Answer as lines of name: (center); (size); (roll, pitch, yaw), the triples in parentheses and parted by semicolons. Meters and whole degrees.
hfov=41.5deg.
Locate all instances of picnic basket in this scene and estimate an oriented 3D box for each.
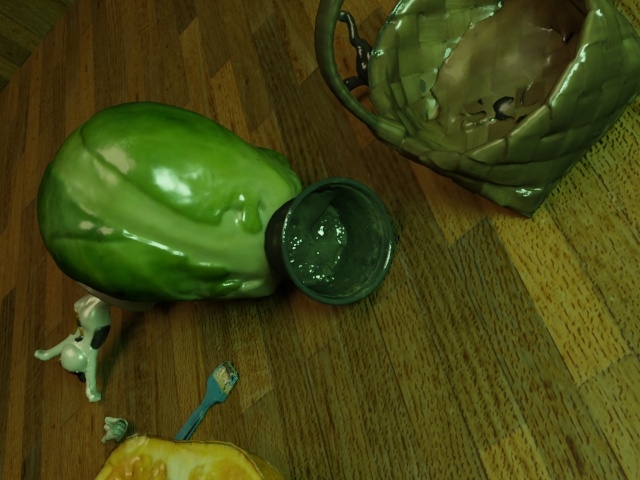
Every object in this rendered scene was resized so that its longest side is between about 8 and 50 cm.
picnic basket: (0.145, -0.231, 0.915); (0.293, 0.337, 0.337); (-52, 37, 13)

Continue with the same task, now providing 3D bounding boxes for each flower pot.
flower pot: (0.000, 0.000, 1.074); (0.107, 0.157, 0.157); (3, 68, 61)

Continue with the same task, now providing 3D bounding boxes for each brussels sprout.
brussels sprout: (-0.218, -0.042, 1.190); (0.371, 0.315, 0.276); (13, 82, 22)

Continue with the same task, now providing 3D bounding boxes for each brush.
brush: (-0.172, 0.245, 1.212); (0.164, 0.014, 0.051); (-55, 36, 7)

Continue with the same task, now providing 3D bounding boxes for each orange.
orange: (-0.156, 0.345, 0.935); (0.310, 0.274, 0.274); (-1, 60, 11)

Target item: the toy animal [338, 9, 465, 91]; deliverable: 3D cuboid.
toy animal: (0.106, -0.276, 1.186); (0.232, 0.084, 0.148); (-18, 55, 38)

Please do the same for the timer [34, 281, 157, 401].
timer: (-0.375, 0.124, 1.420); (0.266, 0.175, 0.175); (-60, 36, 13)

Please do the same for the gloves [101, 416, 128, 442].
gloves: (-0.324, 0.300, 1.328); (0.044, 0.037, 0.081); (-46, 19, -26)
